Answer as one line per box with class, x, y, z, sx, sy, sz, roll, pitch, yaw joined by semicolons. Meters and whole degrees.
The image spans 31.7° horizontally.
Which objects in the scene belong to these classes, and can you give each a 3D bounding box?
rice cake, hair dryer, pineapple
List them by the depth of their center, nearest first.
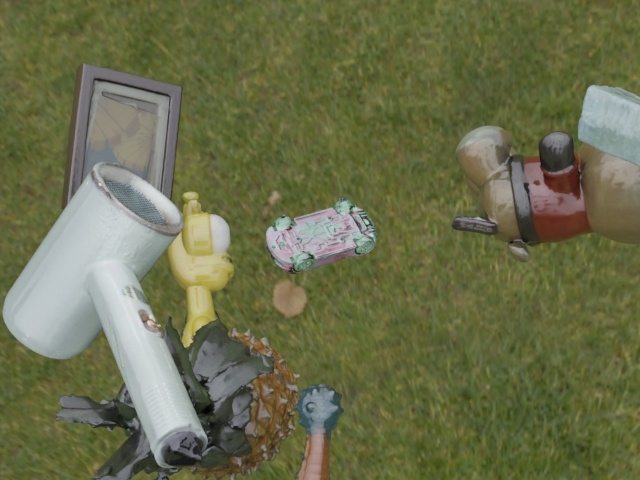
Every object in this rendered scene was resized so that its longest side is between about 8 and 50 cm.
rice cake;0.264;-0.047;0.670;0.245;0.042;0.045;22;108;41
hair dryer;-0.125;0.066;0.726;0.131;0.073;0.236;-52;45;16
pineapple;-0.113;0.154;1.043;0.165;0.364;0.166;-1;84;8

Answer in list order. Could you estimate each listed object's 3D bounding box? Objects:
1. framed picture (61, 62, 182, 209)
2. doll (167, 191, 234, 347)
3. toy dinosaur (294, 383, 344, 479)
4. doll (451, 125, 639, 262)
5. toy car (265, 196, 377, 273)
framed picture;-0.229;-0.110;1.313;0.127;0.023;0.169;10;81;-32
doll;-0.151;0.075;1.460;0.086;0.117;0.291;-2;66;-10
toy dinosaur;-0.009;0.137;0.481;0.049;0.055;0.154;9;95;-4
doll;0.335;-0.067;1.418;0.329;0.235;0.174;-5;71;18
toy car;0.000;0.000;1.341;0.142;0.055;0.069;-16;59;-24
